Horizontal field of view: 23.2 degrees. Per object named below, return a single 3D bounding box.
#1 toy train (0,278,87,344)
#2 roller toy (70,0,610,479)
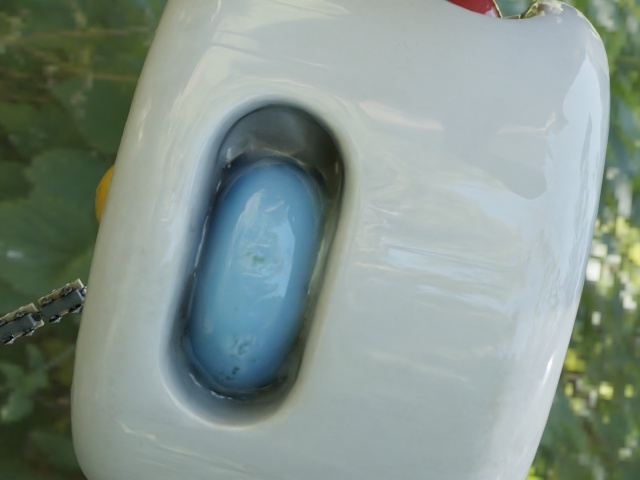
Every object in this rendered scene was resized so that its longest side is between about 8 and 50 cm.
[{"bbox_3d":[-0.280,0.076,1.455,0.027,0.158,0.036,61,17,-12],"label":"toy train"},{"bbox_3d":[0.000,0.000,0.501,0.191,0.146,0.209,104,0,-51],"label":"roller toy"}]
